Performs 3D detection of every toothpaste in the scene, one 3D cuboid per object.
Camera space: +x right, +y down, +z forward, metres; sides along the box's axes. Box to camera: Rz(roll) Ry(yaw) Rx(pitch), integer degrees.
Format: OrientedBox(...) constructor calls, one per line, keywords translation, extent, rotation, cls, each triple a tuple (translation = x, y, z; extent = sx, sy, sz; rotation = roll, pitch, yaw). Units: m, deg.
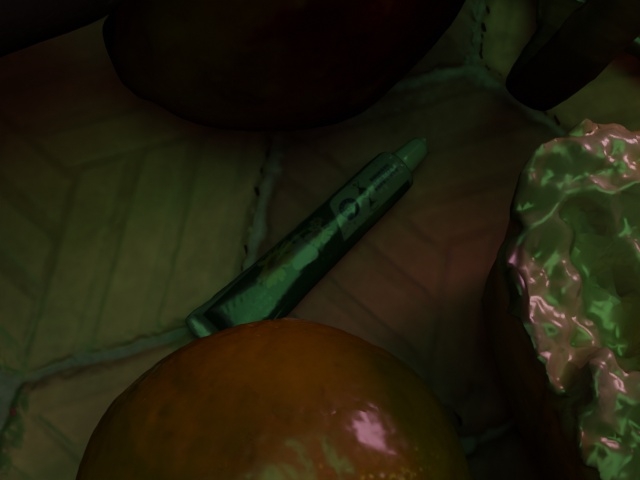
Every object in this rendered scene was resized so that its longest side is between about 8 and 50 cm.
OrientedBox(translation=(0.000, 0.000, 0.607), extent=(0.049, 0.031, 0.204), rotation=(44, 75, 8), cls="toothpaste")

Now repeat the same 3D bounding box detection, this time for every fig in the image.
OrientedBox(translation=(-0.011, -0.181, 0.565), extent=(0.224, 0.224, 0.263), rotation=(29, 103, 1), cls="fig")

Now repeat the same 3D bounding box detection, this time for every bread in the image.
OrientedBox(translation=(0.220, 0.098, 0.487), extent=(0.211, 0.270, 0.316), rotation=(-19, 69, 2), cls="bread")

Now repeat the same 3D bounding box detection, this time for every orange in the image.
OrientedBox(translation=(-0.022, 0.151, 0.482), extent=(0.219, 0.193, 0.219), rotation=(10, 63, -21), cls="orange")

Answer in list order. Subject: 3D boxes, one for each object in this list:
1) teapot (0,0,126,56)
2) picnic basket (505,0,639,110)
OrientedBox(translation=(-0.258, -0.157, 0.371), extent=(0.300, 0.253, 0.344), rotation=(51, 55, -17), cls="teapot")
OrientedBox(translation=(0.222, -0.207, 0.543), extent=(0.337, 0.293, 0.337), rotation=(11, 60, -20), cls="picnic basket")
